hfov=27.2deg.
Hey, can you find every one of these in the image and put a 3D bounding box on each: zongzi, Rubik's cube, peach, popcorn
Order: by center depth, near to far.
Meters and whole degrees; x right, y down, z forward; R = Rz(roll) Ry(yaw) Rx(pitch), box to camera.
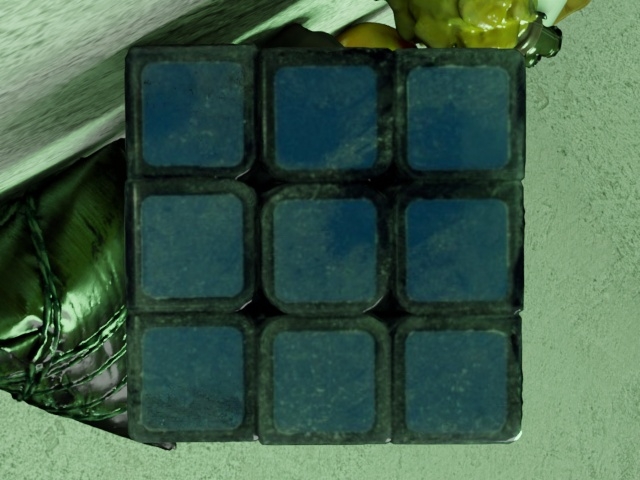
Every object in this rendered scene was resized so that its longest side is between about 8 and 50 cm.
[{"bbox_3d":[0.000,0.000,1.103,0.305,0.301,0.304,1,-177,1],"label":"Rubik's cube"},{"bbox_3d":[0.128,-0.227,1.174,0.152,0.148,0.167,7,170,12],"label":"popcorn"},{"bbox_3d":[-0.270,0.110,1.495,0.319,0.362,0.383,-51,-172,-23],"label":"zongzi"},{"bbox_3d":[0.069,-0.211,1.677,0.138,0.138,0.138,-30,-178,1],"label":"peach"}]

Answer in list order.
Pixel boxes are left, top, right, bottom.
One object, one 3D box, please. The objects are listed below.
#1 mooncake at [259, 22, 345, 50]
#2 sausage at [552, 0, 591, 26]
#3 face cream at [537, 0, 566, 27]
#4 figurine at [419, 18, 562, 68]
[{"bbox_3d":[-0.070,-0.102,1.384,0.283,0.141,0.283,-42,-177,2],"label":"mooncake"},{"bbox_3d":[0.266,-0.324,1.707,0.241,0.136,0.120,-31,180,-44],"label":"sausage"},{"bbox_3d":[0.210,-0.245,1.553,0.102,0.102,0.345,-31,162,-33],"label":"face cream"},{"bbox_3d":[0.179,-0.245,1.408,0.196,0.108,0.114,15,158,-38],"label":"figurine"}]
